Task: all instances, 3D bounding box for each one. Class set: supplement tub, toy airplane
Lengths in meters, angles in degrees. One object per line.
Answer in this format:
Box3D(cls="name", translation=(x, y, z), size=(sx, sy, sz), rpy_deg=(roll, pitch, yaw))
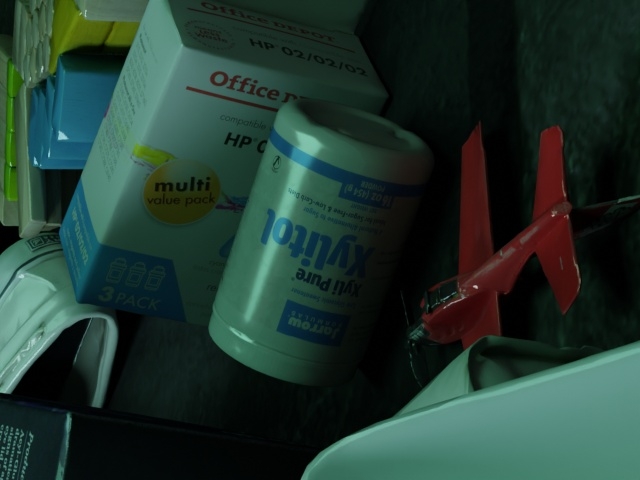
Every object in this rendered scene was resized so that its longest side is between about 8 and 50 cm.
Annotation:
Box3D(cls="supplement tub", translation=(0.000, 0.000, 0.737), size=(0.071, 0.071, 0.107), rpy_deg=(49, 125, 60))
Box3D(cls="toy airplane", translation=(0.067, 0.014, 0.637), size=(0.151, 0.028, 0.151), rpy_deg=(-34, 51, 57))

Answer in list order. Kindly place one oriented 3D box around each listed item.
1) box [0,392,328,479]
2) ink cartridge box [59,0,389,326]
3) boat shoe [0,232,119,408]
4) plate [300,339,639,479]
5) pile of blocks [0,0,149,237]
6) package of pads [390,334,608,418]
Box3D(cls="box", translation=(-0.086, 0.129, 0.754), size=(0.207, 0.153, 0.108), rpy_deg=(-2, 77, 59))
Box3D(cls="ink cartridge box", translation=(-0.041, -0.049, 0.805), size=(0.181, 0.104, 0.061), rpy_deg=(-65, 28, 28))
Box3D(cls="boat shoe", translation=(-0.186, 0.126, 1.066), size=(0.088, 0.096, 0.267), rpy_deg=(52, 122, 45))
Box3D(cls="plate", translation=(0.121, 0.137, 0.339), size=(0.277, 0.045, 0.278), rpy_deg=(-22, 55, 29))
Box3D(cls="pile of blocks", translation=(-0.110, -0.083, 0.980), size=(0.362, 0.113, 0.149), rpy_deg=(150, 118, -69))
Box3D(cls="package of pads", translation=(0.044, 0.202, 0.516), size=(0.229, 0.101, 0.296), rpy_deg=(-49, 38, 48))
